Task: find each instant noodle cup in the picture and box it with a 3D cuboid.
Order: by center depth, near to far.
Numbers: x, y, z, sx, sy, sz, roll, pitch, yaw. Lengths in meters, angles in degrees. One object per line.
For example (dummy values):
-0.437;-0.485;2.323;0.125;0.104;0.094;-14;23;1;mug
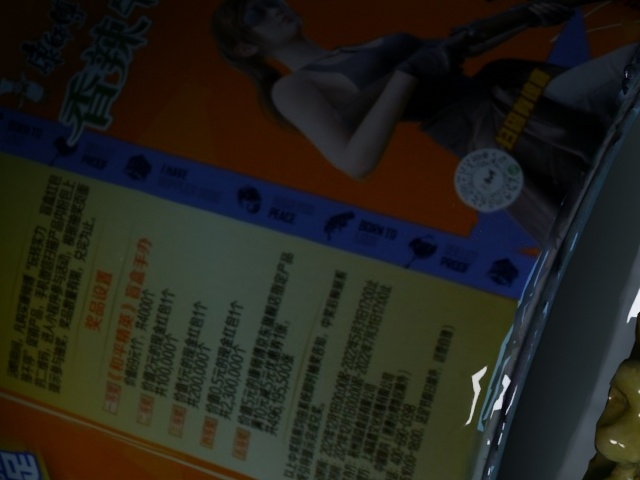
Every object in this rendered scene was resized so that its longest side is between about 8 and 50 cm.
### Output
0.000;0.000;0.634;0.296;0.214;0.296;-51;151;-43;instant noodle cup

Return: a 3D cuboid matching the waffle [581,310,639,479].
0.126;0.039;0.624;0.191;0.038;0.191;-50;151;-42;waffle
